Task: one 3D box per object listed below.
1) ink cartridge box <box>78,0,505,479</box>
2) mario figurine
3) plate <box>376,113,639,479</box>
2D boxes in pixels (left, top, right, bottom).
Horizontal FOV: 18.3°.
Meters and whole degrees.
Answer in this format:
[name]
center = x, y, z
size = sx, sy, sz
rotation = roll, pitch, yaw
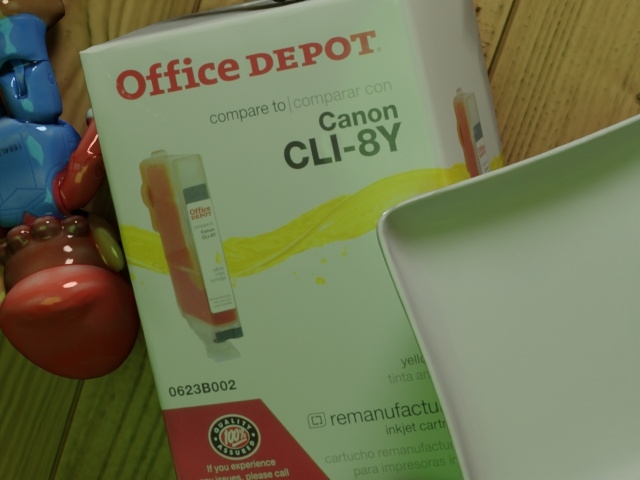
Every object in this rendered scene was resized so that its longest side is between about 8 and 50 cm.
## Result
[ink cartridge box]
center = 0.000, 0.000, 1.553
size = 0.279, 0.160, 0.385
rotation = -9, 98, 23
[mario figurine]
center = -0.228, -0.039, 1.671
size = 0.198, 0.170, 0.321
rotation = -23, 83, 57
[plate]
center = 0.192, 0.069, 1.445
size = 0.277, 0.045, 0.278
rotation = -21, 94, -21
